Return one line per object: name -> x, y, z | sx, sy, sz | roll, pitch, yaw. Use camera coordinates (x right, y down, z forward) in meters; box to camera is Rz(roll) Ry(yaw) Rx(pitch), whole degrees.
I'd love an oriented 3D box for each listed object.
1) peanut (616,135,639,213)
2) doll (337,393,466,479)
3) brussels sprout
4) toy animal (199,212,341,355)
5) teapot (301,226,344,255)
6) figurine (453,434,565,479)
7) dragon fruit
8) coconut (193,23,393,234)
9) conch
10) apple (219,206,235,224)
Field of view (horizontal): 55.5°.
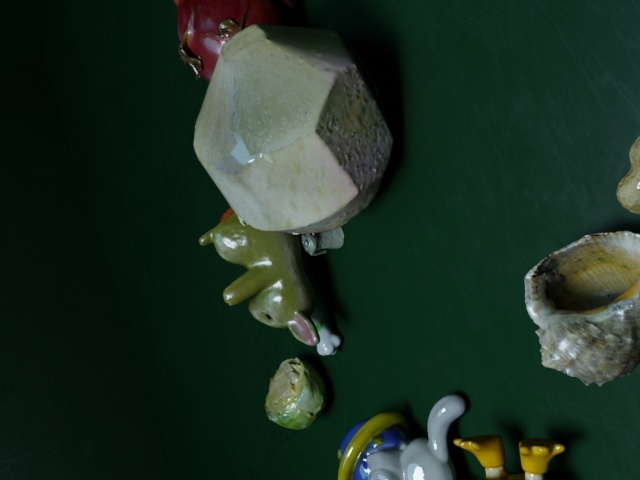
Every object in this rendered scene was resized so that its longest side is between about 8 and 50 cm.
peanut -> 0.363, -0.081, 0.669 | 0.054, 0.054, 0.113 | 41, 132, 43
doll -> 0.135, 0.378, 1.057 | 0.242, 0.160, 0.310 | 43, 119, 57
brussels sprout -> -0.043, 0.346, 1.361 | 0.149, 0.122, 0.151 | -5, 61, 50
toy animal -> -0.099, 0.095, 1.233 | 0.181, 0.181, 0.362 | -19, 92, 13
teapot -> 0.000, 0.000, 1.211 | 0.057, 0.083, 0.067 | 38, 128, 39
figurine -> 0.294, 0.445, 0.834 | 0.215, 0.187, 0.343 | 158, 104, -66
dragon fruit -> -0.165, -0.409, 1.190 | 0.250, 0.251, 0.314 | -4, 89, 57
coconut -> -0.057, -0.193, 1.014 | 0.353, 0.353, 0.352 | 24, 120, 51
conch -> 0.322, 0.071, 0.706 | 0.155, 0.130, 0.207 | 37, 118, 5
apple -> -0.163, -0.016, 1.392 | 0.146, 0.147, 0.146 | 24, 120, 51
